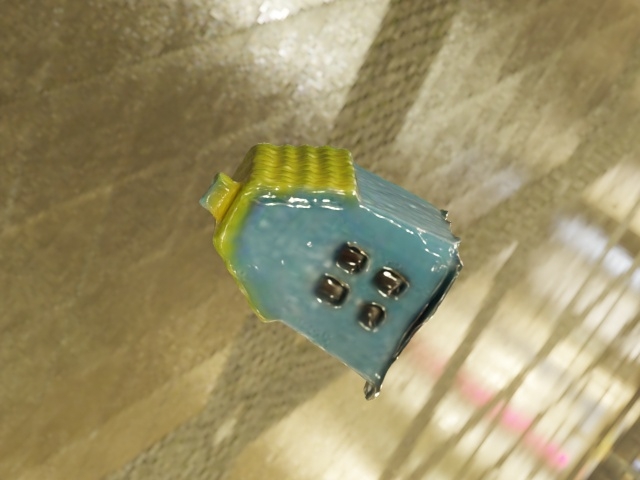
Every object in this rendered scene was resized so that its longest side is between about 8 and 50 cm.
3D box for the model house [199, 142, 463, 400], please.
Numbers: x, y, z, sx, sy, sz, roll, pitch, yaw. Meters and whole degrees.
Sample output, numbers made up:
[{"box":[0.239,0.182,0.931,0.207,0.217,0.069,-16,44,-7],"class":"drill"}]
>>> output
[{"box":[0.000,0.000,1.510,0.215,0.303,0.237,-53,-170,12],"class":"model house"}]
